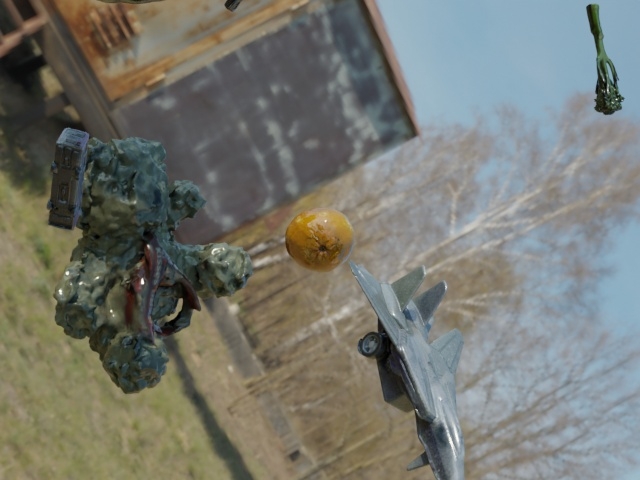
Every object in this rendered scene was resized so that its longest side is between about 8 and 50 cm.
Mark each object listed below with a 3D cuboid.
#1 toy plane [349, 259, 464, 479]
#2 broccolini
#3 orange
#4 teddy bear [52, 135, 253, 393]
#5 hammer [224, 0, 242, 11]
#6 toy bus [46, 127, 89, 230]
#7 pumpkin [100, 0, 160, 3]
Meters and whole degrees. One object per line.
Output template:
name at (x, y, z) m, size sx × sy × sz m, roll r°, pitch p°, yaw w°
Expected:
toy plane at (0.102, 0.156, 0.977) m, size 0.212 × 0.088 × 0.267 m, roll 33°, pitch 40°, yaw -40°
broccolini at (0.349, -0.225, 1.166) m, size 0.035 × 0.030 × 0.140 m, roll 163°, pitch -84°, yaw -66°
orange at (0.000, 0.000, 1.108) m, size 0.070 × 0.083 × 0.083 m, roll -110°, pitch 175°, yaw -59°
teddy bear at (-0.300, 0.006, 1.512) m, size 0.224 × 0.357 × 0.367 m, roll 14°, pitch -48°, yaw 30°
hammer at (-0.140, -0.372, 1.188) m, size 0.013 × 0.062 × 0.199 m, roll 13°, pitch 35°, yaw -51°
toy bus at (-0.311, -0.075, 1.150) m, size 0.052 × 0.037 × 0.131 m, roll -84°, pitch -170°, yaw -50°
pumpkin at (-0.207, -0.418, 1.001) m, size 0.323 × 0.323 × 0.241 m, roll 62°, pitch -2°, yaw -14°
